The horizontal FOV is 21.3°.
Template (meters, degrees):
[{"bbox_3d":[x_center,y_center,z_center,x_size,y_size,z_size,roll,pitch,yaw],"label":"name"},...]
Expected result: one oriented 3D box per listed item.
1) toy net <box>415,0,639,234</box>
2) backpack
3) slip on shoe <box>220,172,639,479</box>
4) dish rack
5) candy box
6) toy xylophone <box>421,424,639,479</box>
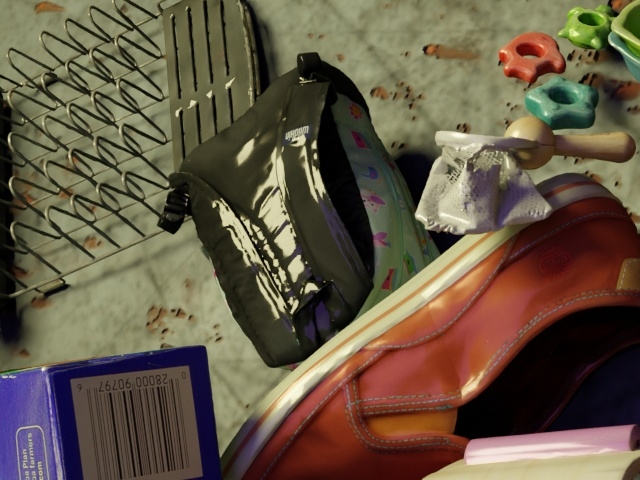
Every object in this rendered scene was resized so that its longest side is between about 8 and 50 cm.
[{"bbox_3d":[0.125,-0.081,0.944,0.122,0.045,0.232,32,50,33],"label":"toy net"},{"bbox_3d":[0.000,0.000,1.026,0.152,0.115,0.182,-43,51,25],"label":"backpack"},{"bbox_3d":[0.054,0.103,0.944,0.331,0.123,0.101,-41,55,6],"label":"slip on shoe"},{"bbox_3d":[-0.166,-0.076,1.203,0.271,0.074,0.208,-22,59,25],"label":"dish rack"},{"bbox_3d":[-0.191,0.211,0.972,0.317,0.122,0.268,-12,84,43],"label":"candy box"},{"bbox_3d":[0.087,0.247,0.828,0.236,0.081,0.323,-1,81,32],"label":"toy xylophone"}]
